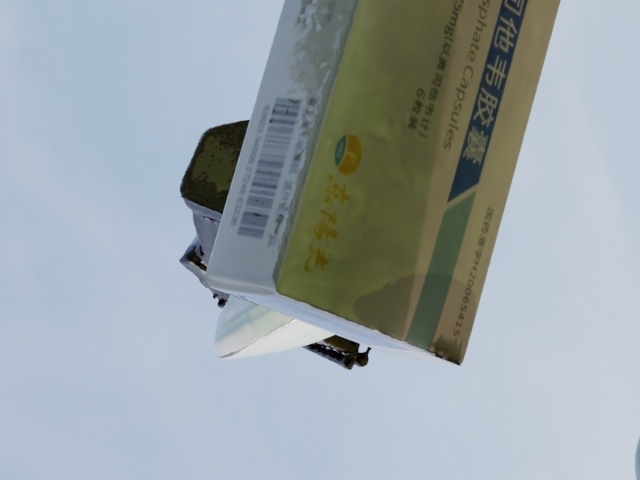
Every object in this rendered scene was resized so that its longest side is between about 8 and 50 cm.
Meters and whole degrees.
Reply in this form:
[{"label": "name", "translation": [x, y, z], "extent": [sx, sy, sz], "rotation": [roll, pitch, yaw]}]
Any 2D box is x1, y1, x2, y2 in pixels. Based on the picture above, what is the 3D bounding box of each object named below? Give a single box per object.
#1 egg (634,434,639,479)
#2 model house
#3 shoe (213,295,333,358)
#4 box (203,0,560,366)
[{"label": "egg", "translation": [0.322, 0.159, 1.264], "extent": [0.168, 0.231, 0.168], "rotation": [8, -90, -82]}, {"label": "model house", "translation": [-0.025, 0.004, 1.593], "extent": [0.141, 0.203, 0.164], "rotation": [-38, -48, -22]}, {"label": "shoe", "translation": [0.000, 0.000, 1.377], "extent": [0.095, 0.265, 0.110], "rotation": [-8, -107, -40]}, {"label": "box", "translation": [0.056, -0.110, 1.166], "extent": [0.200, 0.065, 0.343], "rotation": [24, -101, -50]}]
